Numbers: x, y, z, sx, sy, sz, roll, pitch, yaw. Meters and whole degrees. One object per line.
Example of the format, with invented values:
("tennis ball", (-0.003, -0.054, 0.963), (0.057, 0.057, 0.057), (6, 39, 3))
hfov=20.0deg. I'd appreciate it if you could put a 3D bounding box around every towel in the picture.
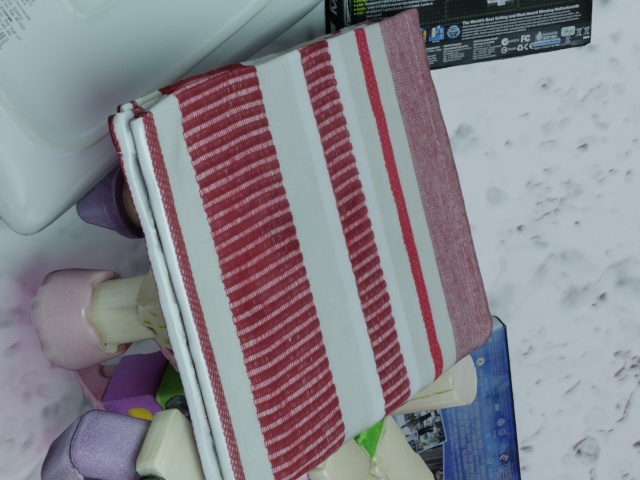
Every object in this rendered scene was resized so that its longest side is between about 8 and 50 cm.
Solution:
("towel", (0.000, 0.000, 1.100), (0.329, 0.037, 0.237), (-27, 105, -56))

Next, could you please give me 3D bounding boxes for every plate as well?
("plate", (-0.145, -0.182, 1.103), (0.278, 0.045, 0.277), (-41, 120, -15))

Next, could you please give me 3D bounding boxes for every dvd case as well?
("dvd case", (0.035, 0.173, 1.413), (0.253, 0.022, 0.180), (-17, 121, -15))

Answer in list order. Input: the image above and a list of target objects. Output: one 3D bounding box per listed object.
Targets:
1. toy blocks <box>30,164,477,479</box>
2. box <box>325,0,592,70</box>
("toy blocks", (-0.093, 0.127, 1.190), (0.260, 0.309, 0.288), (-11, 130, 31))
("box", (0.096, -0.210, 1.238), (0.191, 0.045, 0.184), (-11, 116, -17))
